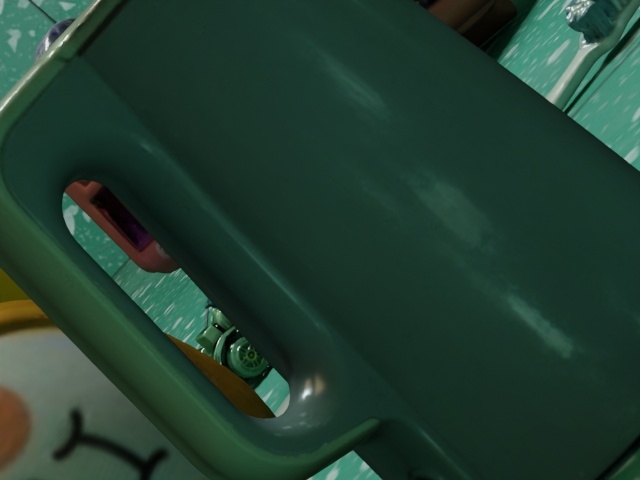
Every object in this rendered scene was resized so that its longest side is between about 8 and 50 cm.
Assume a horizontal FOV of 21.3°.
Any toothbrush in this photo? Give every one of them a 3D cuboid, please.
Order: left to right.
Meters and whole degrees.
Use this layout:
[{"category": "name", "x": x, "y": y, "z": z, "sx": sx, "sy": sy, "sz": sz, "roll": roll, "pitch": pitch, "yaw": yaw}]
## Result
[{"category": "toothbrush", "x": 0.082, "y": -0.015, "z": 1.018, "sx": 0.386, "sy": 0.040, "sz": 0.040, "roll": -54, "pitch": 9, "yaw": -10}]

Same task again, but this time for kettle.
[{"category": "kettle", "x": 0.000, "y": 0.000, "z": 0.625, "sx": 0.210, "sy": 0.243, "sz": 0.160, "roll": -56, "pitch": 11, "yaw": -34}]

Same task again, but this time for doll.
[{"category": "doll", "x": -0.120, "y": 0.150, "z": 0.724, "sx": 0.236, "sy": 0.213, "sz": 0.213, "roll": -65, "pitch": 13, "yaw": -19}]

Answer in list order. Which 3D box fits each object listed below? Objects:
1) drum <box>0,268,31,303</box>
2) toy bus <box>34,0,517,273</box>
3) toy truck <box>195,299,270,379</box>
[{"category": "drum", "x": -0.336, "y": 0.162, "z": 1.007, "sx": 0.214, "sy": 0.431, "sz": 0.431, "roll": -41, "pitch": 11, "yaw": 44}, {"category": "toy bus", "x": -0.034, "y": -0.172, "z": 1.372, "sx": 0.427, "sy": 0.233, "sz": 0.203, "roll": -41, "pitch": 2, "yaw": -39}, {"category": "toy truck", "x": -0.049, "y": 0.039, "z": 1.265, "sx": 0.154, "sy": 0.078, "sz": 0.080, "roll": -53, "pitch": 8, "yaw": -25}]
